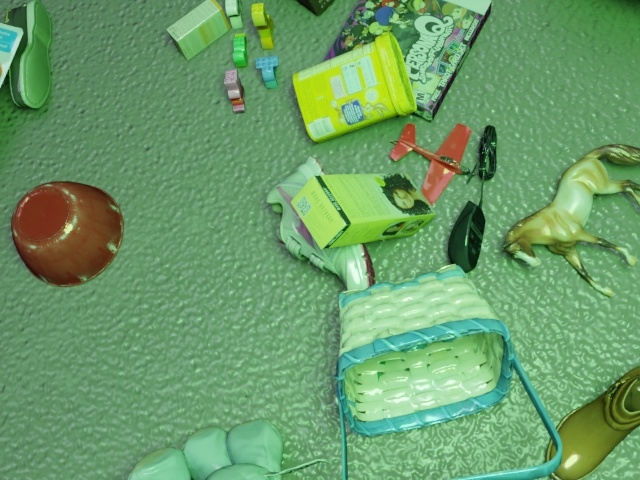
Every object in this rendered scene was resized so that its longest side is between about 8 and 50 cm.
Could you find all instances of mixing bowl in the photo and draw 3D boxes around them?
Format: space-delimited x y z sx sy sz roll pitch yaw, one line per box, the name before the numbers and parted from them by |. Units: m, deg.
mixing bowl | -0.419 -0.026 1.093 0.181 0.098 0.181 -2 71 6

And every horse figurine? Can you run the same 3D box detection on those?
horse figurine | 0.398 -0.046 1.007 0.174 0.066 0.263 31 80 10

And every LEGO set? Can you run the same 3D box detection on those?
LEGO set | -0.119 -0.343 1.160 0.087 0.093 0.227 -7 71 5

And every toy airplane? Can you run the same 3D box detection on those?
toy airplane | 0.177 -0.136 1.085 0.151 0.028 0.151 -2 73 7

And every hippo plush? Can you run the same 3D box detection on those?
hippo plush | -0.102 0.387 0.886 0.294 0.234 0.237 -8 101 20

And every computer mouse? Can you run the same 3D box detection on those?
computer mouse | 0.229 -0.065 1.037 0.041 0.071 0.242 4 68 32

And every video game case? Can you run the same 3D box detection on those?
video game case | 0.143 -0.337 1.150 0.210 0.042 0.232 26 77 17

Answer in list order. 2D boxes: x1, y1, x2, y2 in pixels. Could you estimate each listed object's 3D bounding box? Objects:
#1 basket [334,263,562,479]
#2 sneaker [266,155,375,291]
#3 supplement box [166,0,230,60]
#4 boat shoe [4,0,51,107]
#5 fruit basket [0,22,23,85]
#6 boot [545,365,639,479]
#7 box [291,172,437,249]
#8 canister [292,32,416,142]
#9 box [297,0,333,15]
basket | 0.142 0.185 0.875 0.254 0.201 0.289 -12 40 4
sneaker | 0.000 0.000 1.034 0.111 0.103 0.252 -29 64 2
supplement box | -0.213 -0.370 1.198 0.098 0.062 0.036 -38 72 -7
boat shoe | -0.530 -0.327 1.221 0.068 0.081 0.228 -10 63 7
fruit basket | -0.705 -0.238 1.150 0.327 0.165 0.353 18 88 13
boot | 0.369 0.228 0.871 0.073 0.152 0.197 41 81 18
box | 0.068 -0.047 0.972 0.058 0.232 0.087 -46 68 34
canister | 0.052 -0.237 1.081 0.170 0.073 0.126 -16 88 21
box | -0.032 -0.523 1.138 0.167 0.203 0.168 42 93 18
